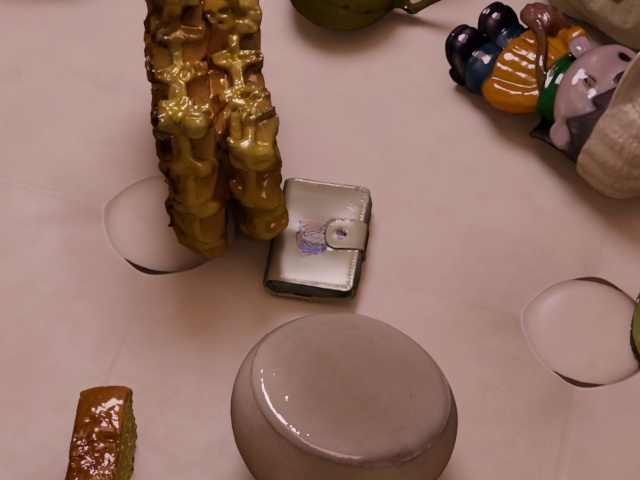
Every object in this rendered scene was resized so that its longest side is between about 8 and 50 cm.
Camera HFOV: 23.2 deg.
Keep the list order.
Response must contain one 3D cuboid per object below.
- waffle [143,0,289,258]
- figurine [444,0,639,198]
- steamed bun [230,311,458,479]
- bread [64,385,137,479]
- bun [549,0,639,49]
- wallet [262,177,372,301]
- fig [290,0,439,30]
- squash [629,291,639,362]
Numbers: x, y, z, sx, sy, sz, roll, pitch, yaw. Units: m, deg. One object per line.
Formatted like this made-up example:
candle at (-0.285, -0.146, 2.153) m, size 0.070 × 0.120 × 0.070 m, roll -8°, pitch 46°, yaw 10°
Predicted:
waffle at (-0.120, -0.152, 1.759) m, size 0.151 × 0.261 × 0.324 m, roll -4°, pitch 56°, yaw -4°
figurine at (0.316, -0.169, 1.891) m, size 0.185 × 0.204 × 0.332 m, roll -39°, pitch 36°, yaw -27°
steamed bun at (0.019, 0.191, 1.586) m, size 0.232 × 0.145 × 0.232 m, roll 9°, pitch 41°, yaw -8°
bread at (-0.222, 0.237, 1.559) m, size 0.065 × 0.103 × 0.187 m, roll 3°, pitch 55°, yaw -3°
bun at (0.393, -0.360, 2.033) m, size 0.229 × 0.145 × 0.229 m, roll 0°, pitch 52°, yaw 0°
wallet at (0.000, 0.000, 1.794) m, size 0.110 × 0.039 × 0.155 m, roll 7°, pitch 52°, yaw 5°
fig at (0.045, -0.337, 2.004) m, size 0.186 × 0.148 × 0.142 m, roll 22°, pitch 26°, yaw -36°
squash at (0.450, 0.087, 1.715) m, size 0.220 × 0.133 × 0.220 m, roll -2°, pitch 53°, yaw 2°
